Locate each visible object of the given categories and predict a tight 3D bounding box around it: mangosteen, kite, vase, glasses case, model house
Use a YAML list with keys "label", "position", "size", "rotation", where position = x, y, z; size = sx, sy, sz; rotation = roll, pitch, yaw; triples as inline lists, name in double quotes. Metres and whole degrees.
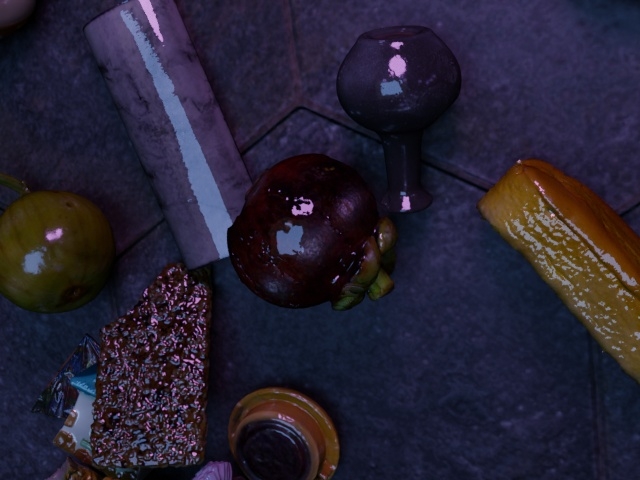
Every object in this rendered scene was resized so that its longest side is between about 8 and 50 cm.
- label: "mangosteen"
  position: [0.000, 0.000, 0.723]
  size: [0.180, 0.166, 0.166]
  rotation: [30, 110, 0]
- label: "kite"
  position: [-0.293, 0.215, 0.951]
  size: [0.232, 0.009, 0.189]
  rotation: [-1, 102, 18]
- label: "vase"
  position: [0.079, -0.114, 0.705]
  size: [0.120, 0.120, 0.182]
  rotation: [3, 118, 18]
- label: "glasses case"
  position: [-0.158, -0.119, 0.801]
  size: [0.114, 0.060, 0.299]
  rotation: [-21, 95, 17]
- label: "model house"
  position: [-0.233, 0.199, 0.875]
  size: [0.127, 0.100, 0.148]
  rotation: [26, 103, 8]

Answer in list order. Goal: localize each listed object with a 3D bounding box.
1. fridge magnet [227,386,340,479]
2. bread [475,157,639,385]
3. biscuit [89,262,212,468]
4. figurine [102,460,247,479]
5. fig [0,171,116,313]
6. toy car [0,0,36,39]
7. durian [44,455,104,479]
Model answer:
- label: "fridge magnet"
  position: [-0.047, 0.242, 0.847]
  size: [0.143, 0.063, 0.142]
  rotation: [5, 107, 16]
- label: "bread"
  position: [0.258, 0.025, 0.677]
  size: [0.245, 0.102, 0.094]
  rotation: [48, 114, 4]
- label: "biscuit"
  position: [-0.192, 0.137, 0.818]
  size: [0.131, 0.026, 0.236]
  rotation: [-1, 72, 1]
- label: "figurine"
  position: [-0.144, 0.337, 0.829]
  size: [0.116, 0.240, 0.174]
  rotation: [2, 67, 52]
- label: "fig"
  position: [-0.333, 0.001, 0.859]
  size: [0.186, 0.148, 0.142]
  rotation: [48, 135, 44]
- label: "toy car"
  position: [-0.454, -0.300, 0.834]
  size: [0.235, 0.145, 0.235]
  rotation: [17, 123, 27]
- label: "durian"
  position: [-0.283, 0.398, 0.918]
  size: [0.196, 0.185, 0.305]
  rotation: [23, 126, -25]
